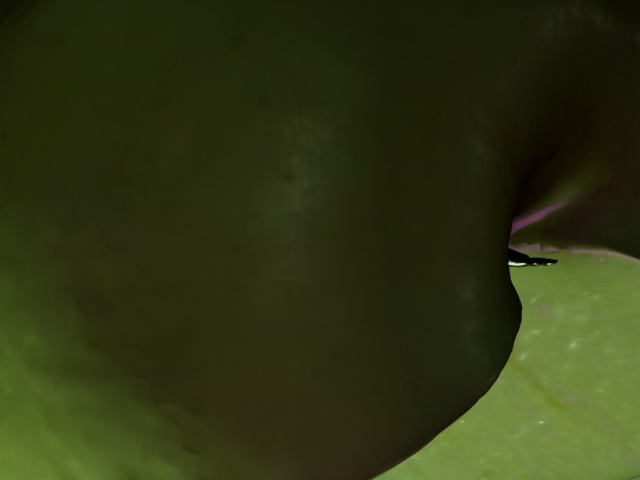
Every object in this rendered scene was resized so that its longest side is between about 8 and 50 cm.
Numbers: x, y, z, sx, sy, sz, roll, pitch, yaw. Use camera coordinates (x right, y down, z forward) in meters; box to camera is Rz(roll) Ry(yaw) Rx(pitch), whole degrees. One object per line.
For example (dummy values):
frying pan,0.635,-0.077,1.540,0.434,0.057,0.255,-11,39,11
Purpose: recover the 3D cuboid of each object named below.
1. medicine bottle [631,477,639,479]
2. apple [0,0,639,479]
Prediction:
medicine bottle,0.163,0.082,1.287,0.324,0.256,0.256,6,168,-18
apple,-0.004,-0.020,0.654,0.295,0.233,0.257,2,176,-43
